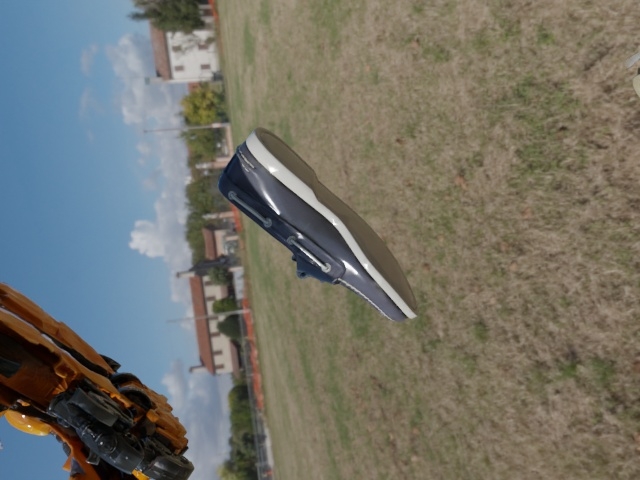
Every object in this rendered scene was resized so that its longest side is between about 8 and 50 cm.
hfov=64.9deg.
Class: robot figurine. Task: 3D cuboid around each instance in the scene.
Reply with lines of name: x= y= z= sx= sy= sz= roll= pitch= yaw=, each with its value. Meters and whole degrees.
robot figurine: x=-0.231 y=0.112 z=0.408 sx=0.291 sy=0.085 sz=0.211 roll=46 pitch=164 yaw=-23

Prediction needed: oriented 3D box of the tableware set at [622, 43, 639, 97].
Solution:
tableware set: x=0.424 y=-0.187 z=0.593 sx=0.128 sy=0.039 sz=0.194 roll=46 pitch=-171 yaw=9

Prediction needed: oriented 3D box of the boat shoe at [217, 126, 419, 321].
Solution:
boat shoe: x=0.000 y=0.000 z=0.426 sx=0.206 sy=0.065 sz=0.075 roll=46 pitch=-160 yaw=-11
